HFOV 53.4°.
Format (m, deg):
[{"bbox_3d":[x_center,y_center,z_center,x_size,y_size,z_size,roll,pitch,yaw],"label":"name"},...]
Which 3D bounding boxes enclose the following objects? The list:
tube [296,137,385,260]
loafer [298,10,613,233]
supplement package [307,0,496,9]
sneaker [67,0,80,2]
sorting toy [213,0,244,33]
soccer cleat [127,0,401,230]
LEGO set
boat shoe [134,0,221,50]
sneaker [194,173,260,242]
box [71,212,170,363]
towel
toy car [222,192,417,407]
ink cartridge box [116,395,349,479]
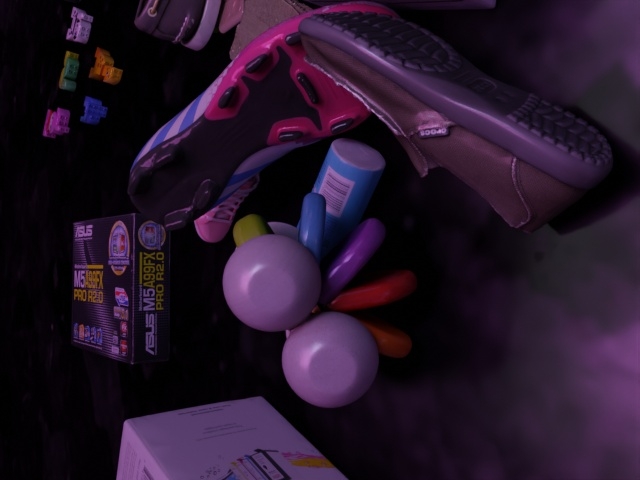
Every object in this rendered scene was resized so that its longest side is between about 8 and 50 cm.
[{"bbox_3d":[0.000,0.000,0.627,0.080,0.052,0.207,57,136,39],"label":"tube"},{"bbox_3d":[0.076,-0.088,0.461,0.251,0.094,0.087,39,130,23],"label":"loafer"},{"bbox_3d":[0.045,-0.331,0.500,0.204,0.145,0.261,23,107,49],"label":"supplement package"},{"bbox_3d":[-0.435,-0.552,1.115,0.108,0.100,0.271,-7,78,46],"label":"sneaker"},{"bbox_3d":[-0.116,-0.295,0.804,0.083,0.012,0.062,-11,78,51],"label":"sorting toy"},{"bbox_3d":[-0.061,-0.135,0.633,0.331,0.116,0.143,-29,25,23],"label":"soccer cleat"},{"bbox_3d":[-0.397,-0.275,1.100,0.093,0.087,0.227,24,101,46],"label":"LEGO set"},{"bbox_3d":[-0.162,-0.401,0.793,0.109,0.091,0.305,24,104,56],"label":"boat shoe"},{"bbox_3d":[-0.112,-0.055,0.760,0.070,0.051,0.134,29,107,53],"label":"sneaker"},{"bbox_3d":[-0.325,0.072,1.014,0.270,0.060,0.216,-2,88,51],"label":"box"},{"bbox_3d":[-0.052,-0.222,0.712,0.148,0.027,0.110,47,125,40],"label":"towel"},{"bbox_3d":[0.008,0.039,0.540,0.136,0.159,0.182,-36,96,2],"label":"toy car"},{"bbox_3d":[-0.078,0.291,0.614,0.233,0.168,0.171,28,111,48],"label":"ink cartridge box"}]
